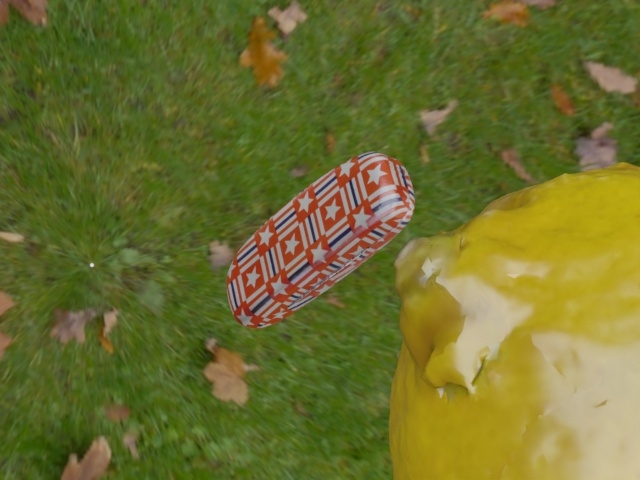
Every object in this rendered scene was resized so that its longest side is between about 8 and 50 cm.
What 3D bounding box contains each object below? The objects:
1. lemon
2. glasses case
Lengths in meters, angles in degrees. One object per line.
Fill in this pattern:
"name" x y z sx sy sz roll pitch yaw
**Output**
"lemon" 0.124 0.073 0.474 0.256 0.188 0.188 40 83 -18
"glasses case" 0.000 0.000 1.079 0.049 0.194 0.073 17 47 -41
